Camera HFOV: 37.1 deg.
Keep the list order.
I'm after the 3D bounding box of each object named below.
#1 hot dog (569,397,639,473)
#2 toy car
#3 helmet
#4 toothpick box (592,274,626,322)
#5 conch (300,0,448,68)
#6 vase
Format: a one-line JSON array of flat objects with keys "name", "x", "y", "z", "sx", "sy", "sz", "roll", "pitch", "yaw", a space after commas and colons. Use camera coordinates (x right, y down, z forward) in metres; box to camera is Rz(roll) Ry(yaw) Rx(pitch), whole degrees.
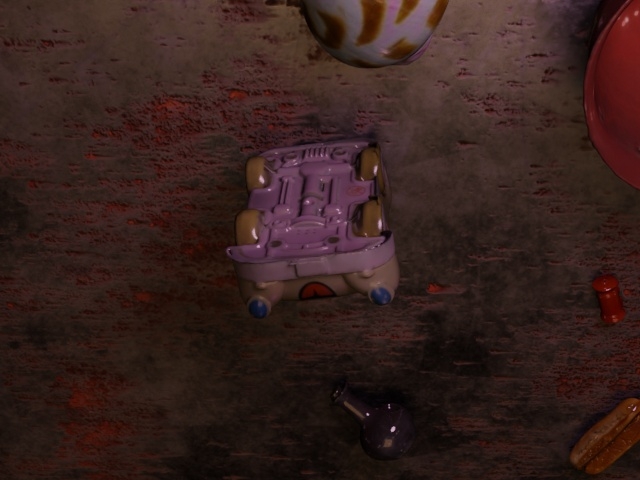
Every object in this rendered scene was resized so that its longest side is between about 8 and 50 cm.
[{"name": "hot dog", "x": 0.589, "y": 0.385, "z": 1.911, "sx": 0.092, "sy": 0.062, "sz": 0.235, "roll": 27, "pitch": 124, "yaw": -16}, {"name": "toy car", "x": 0.000, "y": 0.000, "z": 1.498, "sx": 0.242, "sy": 0.336, "sz": 0.226, "roll": -6, "pitch": 126, "yaw": 6}, {"name": "helmet", "x": 0.525, "y": -0.275, "z": 1.355, "sx": 0.338, "sy": 0.230, "sz": 0.385, "roll": -8, "pitch": 132, "yaw": 8}, {"name": "toothpick box", "x": 0.523, "y": 0.104, "z": 1.728, "sx": 0.047, "sy": 0.047, "sz": 0.083, "roll": -16, "pitch": 122, "yaw": 12}, {"name": "conch", "x": 0.057, "y": -0.380, "z": 1.324, "sx": 0.249, "sy": 0.197, "sz": 0.368, "roll": -10, "pitch": 122, "yaw": 30}, {"name": "vase", "x": 0.097, "y": 0.351, "z": 1.881, "sx": 0.183, "sy": 0.120, "sz": 0.120, "roll": 38, "pitch": 119, "yaw": -6}]
